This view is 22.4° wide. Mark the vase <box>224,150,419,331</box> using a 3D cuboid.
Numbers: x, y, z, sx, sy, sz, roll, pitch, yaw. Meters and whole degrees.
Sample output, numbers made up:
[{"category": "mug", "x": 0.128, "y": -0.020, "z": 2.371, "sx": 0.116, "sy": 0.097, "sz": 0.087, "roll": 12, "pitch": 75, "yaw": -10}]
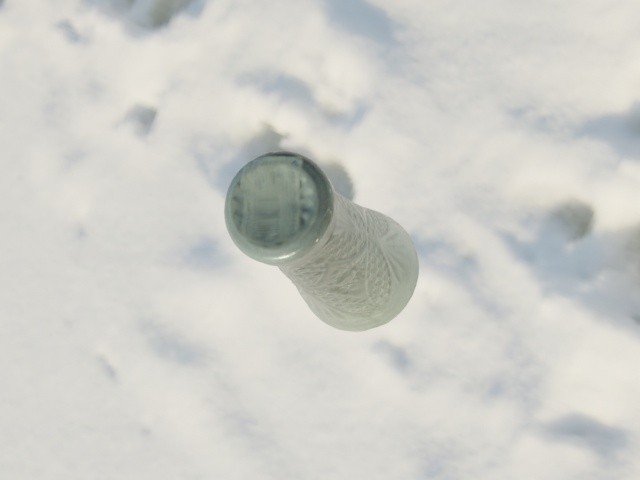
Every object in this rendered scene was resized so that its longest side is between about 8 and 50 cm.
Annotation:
[{"category": "vase", "x": 0.000, "y": 0.000, "z": 1.137, "sx": 0.096, "sy": 0.219, "sz": 0.096, "roll": -4, "pitch": 77, "yaw": 15}]
